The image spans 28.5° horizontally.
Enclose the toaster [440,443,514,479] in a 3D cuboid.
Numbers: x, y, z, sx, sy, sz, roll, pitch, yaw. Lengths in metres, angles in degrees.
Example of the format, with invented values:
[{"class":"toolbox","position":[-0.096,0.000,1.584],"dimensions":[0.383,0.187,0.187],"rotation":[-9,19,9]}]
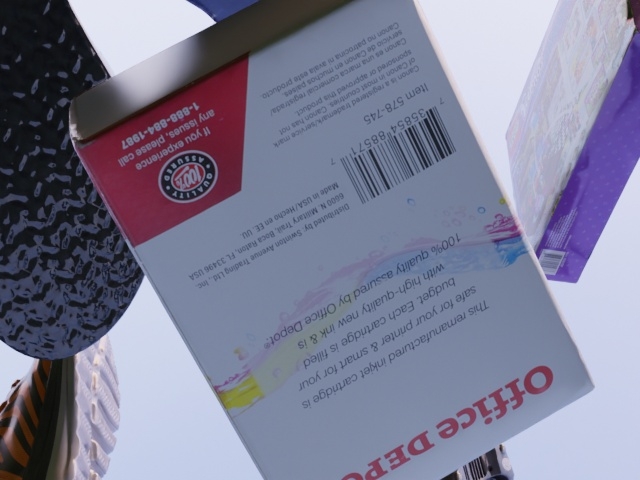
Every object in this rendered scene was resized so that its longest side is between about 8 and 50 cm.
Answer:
[{"class":"toaster","position":[0.103,0.286,1.107],"dimensions":[0.146,0.227,0.129],"rotation":[-16,180,34]}]

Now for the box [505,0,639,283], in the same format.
[{"class":"box","position":[0.243,-0.132,1.141],"dimensions":[0.057,0.293,0.201],"rotation":[8,-133,-8]}]

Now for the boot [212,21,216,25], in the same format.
[{"class":"boot","position":[-0.067,-0.295,0.962],"dimensions":[0.131,0.260,0.348],"rotation":[-13,-131,52]}]

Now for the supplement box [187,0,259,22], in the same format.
[{"class":"supplement box","position":[-0.037,-0.333,0.710],"dimensions":[0.195,0.194,0.357],"rotation":[-31,-141,49]}]

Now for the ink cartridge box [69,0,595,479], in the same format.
[{"class":"ink cartridge box","position":[0.000,0.000,0.495],"dimensions":[0.128,0.176,0.127],"rotation":[-28,-163,-5]}]

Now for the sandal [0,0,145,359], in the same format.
[{"class":"sandal","position":[-0.236,-0.127,0.948],"dimensions":[0.167,0.446,0.107],"rotation":[-17,-161,-10]}]

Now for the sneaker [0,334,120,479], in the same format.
[{"class":"sneaker","position":[-0.275,0.176,1.069],"dimensions":[0.180,0.125,0.321],"rotation":[-9,-138,7]}]
